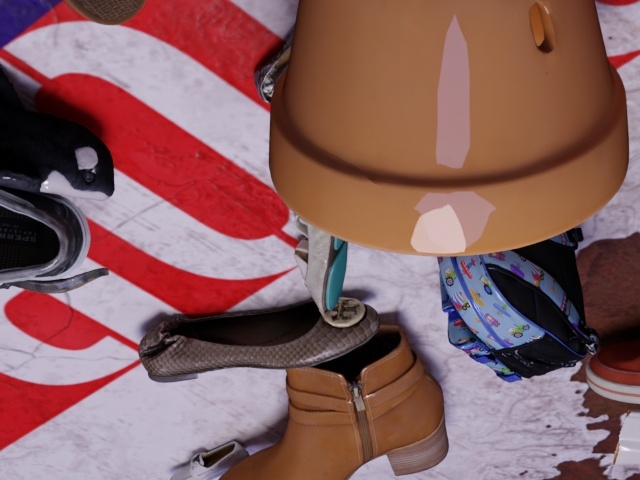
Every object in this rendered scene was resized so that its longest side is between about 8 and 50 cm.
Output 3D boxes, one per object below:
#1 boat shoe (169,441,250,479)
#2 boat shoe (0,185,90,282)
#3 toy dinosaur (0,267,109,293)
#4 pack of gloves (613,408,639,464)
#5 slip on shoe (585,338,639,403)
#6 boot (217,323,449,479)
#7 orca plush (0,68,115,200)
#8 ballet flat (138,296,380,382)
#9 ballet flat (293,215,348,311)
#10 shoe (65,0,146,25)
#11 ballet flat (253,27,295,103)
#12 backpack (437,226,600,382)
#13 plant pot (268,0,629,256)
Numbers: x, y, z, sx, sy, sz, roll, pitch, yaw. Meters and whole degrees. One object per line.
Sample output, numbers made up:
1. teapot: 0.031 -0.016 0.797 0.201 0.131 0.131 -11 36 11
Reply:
1. boat shoe: -0.130 0.251 2.075 0.100 0.035 0.035 -22 131 16
2. boat shoe: -0.371 -0.023 1.616 0.335 0.121 0.119 2 178 -2
3. toy dinosaur: -0.329 0.021 1.734 0.268 0.064 0.118 13 165 -1
4. pack of gloves: 0.373 0.144 1.526 0.232 0.046 0.195 -1 142 -4
5. slip on shoe: 0.425 0.086 1.880 0.331 0.123 0.101 -16 107 22
6. boot: -0.009 0.197 1.955 0.283 0.109 0.220 -15 140 7
7. orca plush: -0.312 -0.111 1.608 0.287 0.102 0.151 12 -177 -6
8. ballet flat: -0.065 0.092 1.864 0.250 0.084 0.058 -9 116 12
9. ballet flat: 0.000 0.000 1.779 0.052 0.057 0.168 21 138 13
10. shoe: -0.200 -0.253 1.449 0.076 0.058 0.219 -32 140 2
11. ballet flat: -0.017 -0.155 1.589 0.041 0.041 0.114 22 133 -28
12. backpack: 0.168 0.036 1.739 0.117 0.158 0.173 -25 142 30
13. plant pot: 0.097 -0.150 1.441 0.291 0.291 0.203 -4 125 0
